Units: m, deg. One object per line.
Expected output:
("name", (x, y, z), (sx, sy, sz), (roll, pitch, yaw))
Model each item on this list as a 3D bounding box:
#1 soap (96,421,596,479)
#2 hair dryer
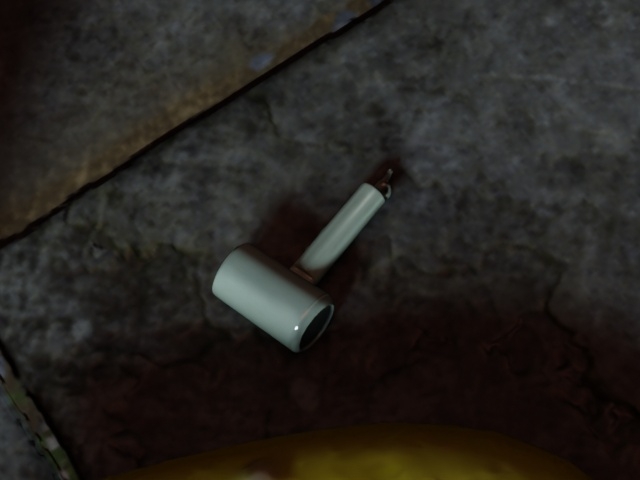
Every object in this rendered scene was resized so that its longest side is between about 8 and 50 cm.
("soap", (-0.023, 0.244, 0.934), (0.427, 0.115, 0.306), (-7, 64, -4))
("hair dryer", (0.000, 0.000, 1.080), (0.063, 0.038, 0.124), (34, 69, 17))
